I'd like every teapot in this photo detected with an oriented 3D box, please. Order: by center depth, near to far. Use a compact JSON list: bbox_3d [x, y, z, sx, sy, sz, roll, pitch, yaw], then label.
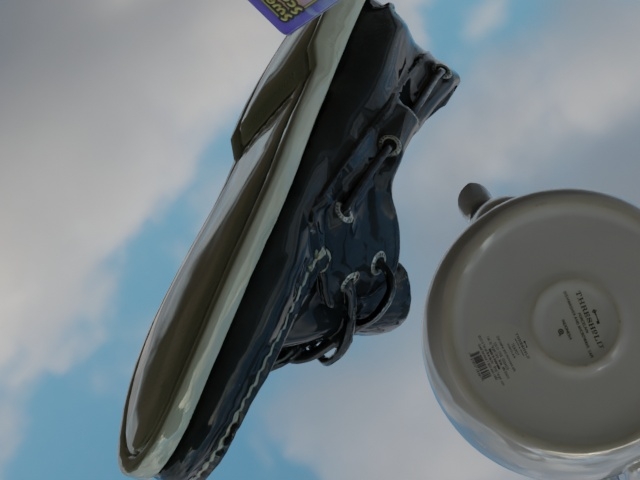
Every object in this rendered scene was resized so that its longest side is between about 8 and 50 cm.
[{"bbox_3d":[0.199,0.090,1.599,0.187,0.253,0.256,92,19,-75],"label":"teapot"}]

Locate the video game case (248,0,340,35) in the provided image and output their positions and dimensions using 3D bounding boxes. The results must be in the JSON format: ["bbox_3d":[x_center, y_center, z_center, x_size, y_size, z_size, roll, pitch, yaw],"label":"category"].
[{"bbox_3d":[-0.021,-0.233,0.734,0.244,0.269,0.061,-29,-154,42],"label":"video game case"}]

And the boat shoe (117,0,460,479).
[{"bbox_3d":[-0.002,0.002,1.001,0.127,0.113,0.340,-47,-164,41],"label":"boat shoe"}]
